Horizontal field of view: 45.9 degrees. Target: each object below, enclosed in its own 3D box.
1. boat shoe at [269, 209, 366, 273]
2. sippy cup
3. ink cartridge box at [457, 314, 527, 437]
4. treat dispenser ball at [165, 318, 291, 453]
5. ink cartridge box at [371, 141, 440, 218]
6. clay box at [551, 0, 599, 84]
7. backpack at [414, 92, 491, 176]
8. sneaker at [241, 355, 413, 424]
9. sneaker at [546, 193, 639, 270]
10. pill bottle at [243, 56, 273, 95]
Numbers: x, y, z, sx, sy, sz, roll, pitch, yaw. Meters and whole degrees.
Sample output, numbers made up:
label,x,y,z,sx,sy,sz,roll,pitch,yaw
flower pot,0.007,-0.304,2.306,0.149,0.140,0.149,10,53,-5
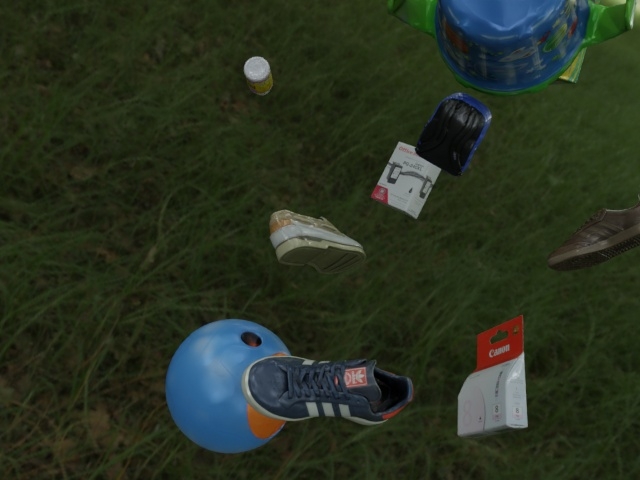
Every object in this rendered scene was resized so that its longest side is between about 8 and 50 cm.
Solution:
label,x,y,z,sx,sy,sz,roll,pitch,yaw
boat shoe,0.000,0.000,1.634,0.302,0.113,0.103,19,45,-58
sippy cup,0.262,-0.335,1.063,0.240,0.305,0.224,64,15,6
ink cartridge box,0.356,0.288,1.591,0.066,0.189,0.232,8,67,-19
treat dispenser ball,-0.194,0.316,1.655,0.288,0.288,0.288,25,28,-15
ink cartridge box,0.203,-0.142,1.762,0.109,0.150,0.063,26,-1,38
clay box,0.392,-0.366,1.222,0.053,0.222,0.127,13,7,-14
backpack,0.227,-0.188,1.273,0.098,0.120,0.101,28,31,9
sneaker,0.025,0.274,1.447,0.350,0.148,0.131,11,60,-31
sneaker,0.451,-0.010,1.215,0.066,0.188,0.071,29,45,-48
pill bottle,-0.103,-0.274,1.277,0.043,0.043,0.083,38,-7,8
